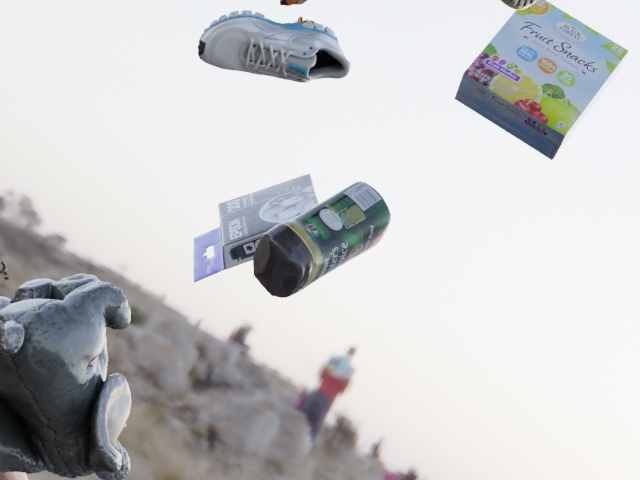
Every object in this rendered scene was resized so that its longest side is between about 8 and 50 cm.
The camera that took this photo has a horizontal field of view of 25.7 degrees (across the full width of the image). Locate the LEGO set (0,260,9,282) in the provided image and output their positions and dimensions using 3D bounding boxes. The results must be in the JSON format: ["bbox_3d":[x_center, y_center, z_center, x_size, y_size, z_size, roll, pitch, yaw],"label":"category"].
[{"bbox_3d":[-0.494,0.053,2.031,0.083,0.054,0.023,8,-28,-19],"label":"LEGO set"}]

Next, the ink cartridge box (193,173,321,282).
[{"bbox_3d":[-0.097,-0.023,2.063,0.206,0.208,0.045,-108,177,-71],"label":"ink cartridge box"}]

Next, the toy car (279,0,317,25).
[{"bbox_3d":[-0.033,-0.351,2.156,0.040,0.122,0.060,15,-37,-30],"label":"toy car"}]

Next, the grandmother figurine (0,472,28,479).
[{"bbox_3d":[-0.408,0.387,1.925,0.208,0.104,0.342,36,-29,62],"label":"grandmother figurine"}]

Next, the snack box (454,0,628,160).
[{"bbox_3d":[0.324,-0.244,2.052,0.174,0.207,0.070,33,-32,10],"label":"snack box"}]

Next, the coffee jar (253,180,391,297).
[{"bbox_3d":[0.000,0.000,1.796,0.079,0.184,0.096,48,-37,17],"label":"coffee jar"}]

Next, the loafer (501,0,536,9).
[{"bbox_3d":[0.134,-0.318,1.271,0.092,0.102,0.268,40,-6,48],"label":"loafer"}]

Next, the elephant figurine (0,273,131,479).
[{"bbox_3d":[-0.243,0.164,1.356,0.186,0.239,0.169,-20,17,-39],"label":"elephant figurine"}]

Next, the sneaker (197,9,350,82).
[{"bbox_3d":[-0.048,-0.218,1.626,0.191,0.071,0.083,-3,33,-28],"label":"sneaker"}]
